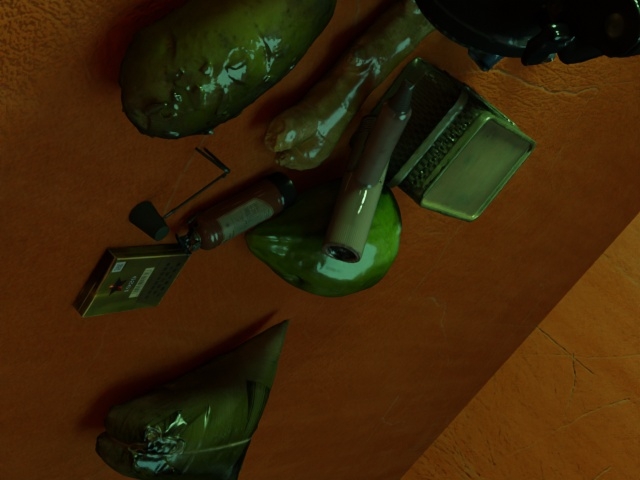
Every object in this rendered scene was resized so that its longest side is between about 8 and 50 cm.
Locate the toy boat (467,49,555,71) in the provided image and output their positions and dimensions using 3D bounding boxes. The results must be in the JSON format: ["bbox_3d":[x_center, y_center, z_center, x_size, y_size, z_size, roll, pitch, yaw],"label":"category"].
[{"bbox_3d":[0.256,-0.279,1.327,0.142,0.129,0.309,-41,178,9],"label":"toy boat"}]

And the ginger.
[{"bbox_3d":[0.049,-0.200,1.228,0.299,0.065,0.118,-47,163,-4],"label":"ginger"}]

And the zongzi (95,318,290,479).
[{"bbox_3d":[-0.170,0.214,1.494,0.300,0.145,0.274,-61,153,-6],"label":"zongzi"}]

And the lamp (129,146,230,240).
[{"bbox_3d":[-0.155,-0.048,1.140,0.121,0.054,0.041,-49,157,8],"label":"lamp"}]

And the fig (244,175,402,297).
[{"bbox_3d":[0.017,0.004,1.374,0.233,0.167,0.167,-41,163,-54],"label":"fig"}]

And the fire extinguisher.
[{"bbox_3d":[-0.109,-0.030,1.256,0.177,0.050,0.062,-31,164,-34],"label":"fire extinguisher"}]

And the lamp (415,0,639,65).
[{"bbox_3d":[0.204,-0.333,1.055,0.205,0.374,0.272,-12,174,-33],"label":"lamp"}]

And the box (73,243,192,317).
[{"bbox_3d":[-0.222,0.046,1.225,0.133,0.023,0.090,-6,133,-57],"label":"box"}]

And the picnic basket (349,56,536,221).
[{"bbox_3d":[0.177,-0.135,1.455,0.165,0.139,0.267,-52,157,14],"label":"picnic basket"}]

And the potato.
[{"bbox_3d":[-0.077,-0.183,0.956,0.251,0.113,0.149,-34,179,-18],"label":"potato"}]

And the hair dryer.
[{"bbox_3d":[0.070,-0.094,1.225,0.220,0.054,0.195,125,-16,-66],"label":"hair dryer"}]
